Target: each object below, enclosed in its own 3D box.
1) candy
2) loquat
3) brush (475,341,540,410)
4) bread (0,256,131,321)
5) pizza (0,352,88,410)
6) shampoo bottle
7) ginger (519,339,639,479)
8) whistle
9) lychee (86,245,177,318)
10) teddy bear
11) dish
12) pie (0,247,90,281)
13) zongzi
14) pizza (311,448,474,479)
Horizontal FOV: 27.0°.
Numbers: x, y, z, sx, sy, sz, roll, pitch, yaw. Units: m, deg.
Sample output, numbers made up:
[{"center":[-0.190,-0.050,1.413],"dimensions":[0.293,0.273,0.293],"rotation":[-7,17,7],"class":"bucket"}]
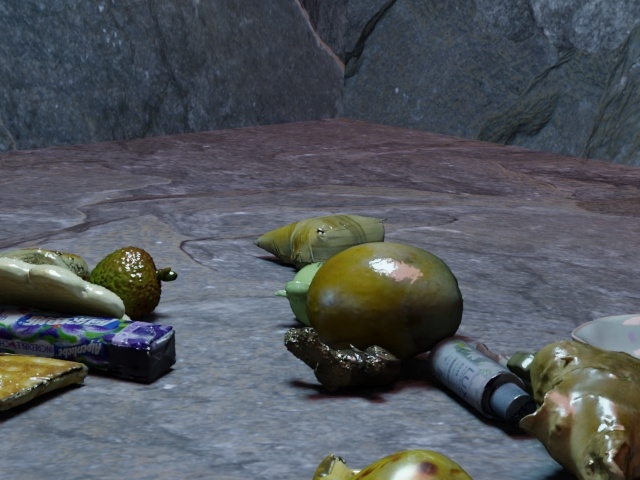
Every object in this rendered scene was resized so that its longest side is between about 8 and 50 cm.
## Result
[{"center":[-0.353,0.135,1.839],"dimensions":[0.312,0.061,0.088],"rotation":[7,16,19],"class":"candy"},{"center":[0.090,0.089,1.869],"dimensions":[0.227,0.179,0.179],"rotation":[-10,6,28],"class":"loquat"},{"center":[0.266,0.178,1.787],"dimensions":[0.071,0.084,0.301],"rotation":[3,7,-17],"class":"brush"},{"center":[-0.391,0.078,1.898],"dimensions":[0.250,0.039,0.182],"rotation":[8,-31,16],"class":"bread"},{"center":[-0.381,0.182,1.685],"dimensions":[0.184,0.036,0.176],"rotation":[1,15,-18],"class":"pizza"},{"center":[0.211,0.185,1.733],"dimensions":[0.072,0.072,0.214],"rotation":[-2,14,-20],"class":"shampoo bottle"},{"center":[0.332,0.219,1.514],"dimensions":[0.218,0.123,0.270],"rotation":[15,30,0],"class":"ginger"},{"center":[0.073,0.084,2.029],"dimensions":[0.288,0.106,0.131],"rotation":[0,-13,6],"class":"whistle"},{"center":[-0.293,0.066,2.045],"dimensions":[0.146,0.114,0.114],"rotation":[-15,13,3],"class":"lychee"},{"center":[0.031,0.168,1.774],"dimensions":[0.160,0.078,0.119],"rotation":[16,-14,-17],"class":"teddy bear"},{"center":[0.459,0.170,1.836],"dimensions":[0.229,0.081,0.229],"rotation":[0,15,0],"class":"dish"},{"center":[-0.425,0.052,1.989],"dimensions":[0.163,0.079,0.193],"rotation":[24,-21,-33],"class":"pie"},{"center":[0.000,0.000,2.450],"dimensions":[0.194,0.099,0.197],"rotation":[-8,10,-40],"class":"zongzi"},{"center":[0.075,0.252,1.386],"dimensions":[0.188,0.081,0.204],"rotation":[0,12,-15],"class":"pizza"}]
